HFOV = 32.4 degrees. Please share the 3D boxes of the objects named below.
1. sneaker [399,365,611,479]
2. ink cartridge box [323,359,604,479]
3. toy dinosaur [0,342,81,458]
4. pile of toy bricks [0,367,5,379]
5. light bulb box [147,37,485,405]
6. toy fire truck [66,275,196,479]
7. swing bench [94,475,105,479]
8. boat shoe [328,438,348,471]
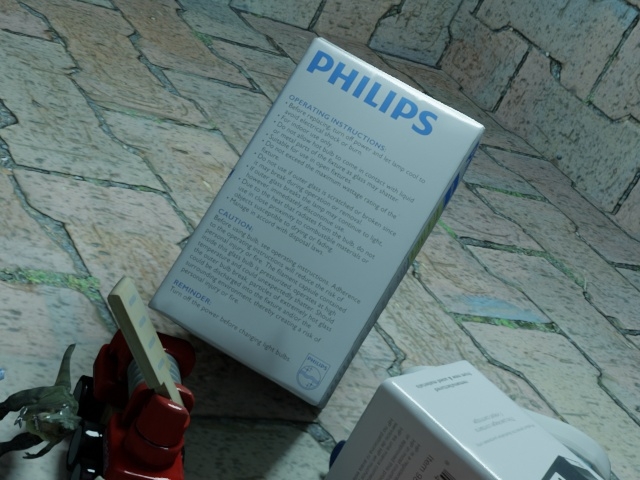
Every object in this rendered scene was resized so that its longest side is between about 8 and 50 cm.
[{"bbox_3d":[0.241,0.306,1.490,0.366,0.135,0.150,26,56,-21],"label":"sneaker"},{"bbox_3d":[0.175,0.353,1.063,0.395,0.285,0.166,41,26,28],"label":"ink cartridge box"},{"bbox_3d":[-0.298,0.179,1.133,0.064,0.118,0.268,63,-6,-15],"label":"toy dinosaur"},{"bbox_3d":[-0.392,0.107,1.122,0.118,0.105,0.212,12,11,13],"label":"pile of toy bricks"},{"bbox_3d":[0.000,0.000,1.363,0.225,0.361,0.358,30,-8,5],"label":"light bulb box"},{"bbox_3d":[-0.188,0.145,1.149,0.159,0.246,0.217,19,24,-20],"label":"toy fire truck"},{"bbox_3d":[-0.149,0.310,0.747,0.165,0.253,0.255,43,-23,-10],"label":"swing bench"},{"bbox_3d":[0.071,0.318,1.320,0.066,0.066,0.183,12,37,-43],"label":"boat shoe"}]
